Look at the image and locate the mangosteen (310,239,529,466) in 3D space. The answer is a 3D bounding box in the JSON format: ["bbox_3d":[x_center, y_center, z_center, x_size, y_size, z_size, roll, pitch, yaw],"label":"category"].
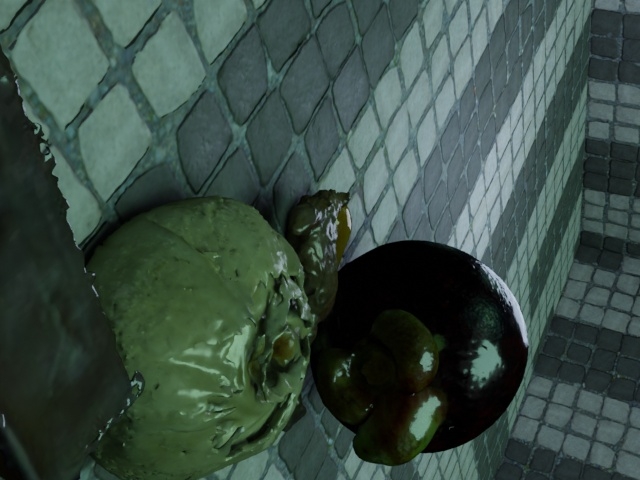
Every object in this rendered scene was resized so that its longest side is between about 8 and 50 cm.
[{"bbox_3d":[0.115,0.137,0.967,0.288,0.288,0.288,-39,137,-50],"label":"mangosteen"}]

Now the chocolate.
[{"bbox_3d":[-0.212,0.009,0.442,0.112,0.112,0.321,-52,144,-42],"label":"chocolate"}]

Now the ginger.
[{"bbox_3d":[-0.034,0.083,0.853,0.122,0.084,0.290,-40,146,-65],"label":"ginger"}]

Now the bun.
[{"bbox_3d":[-0.096,0.098,0.672,0.259,0.152,0.259,-44,142,-50],"label":"bun"}]

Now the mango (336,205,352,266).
[{"bbox_3d":[0.000,0.000,0.911,0.080,0.060,0.114,-29,135,-50],"label":"mango"}]
